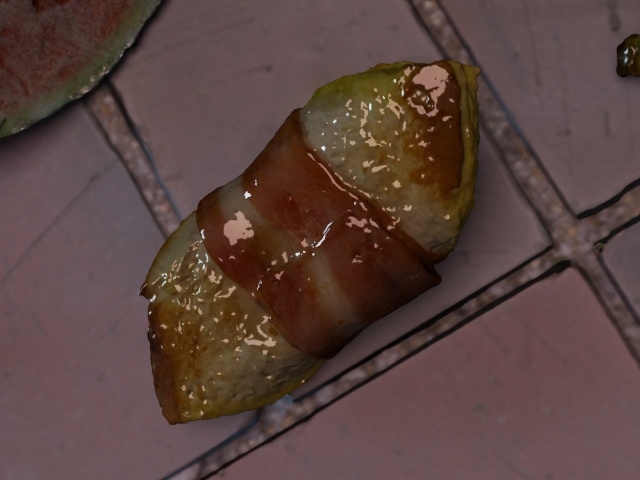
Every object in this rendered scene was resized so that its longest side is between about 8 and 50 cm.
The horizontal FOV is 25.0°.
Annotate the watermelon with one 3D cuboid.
[{"bbox_3d":[-0.187,-0.143,0.843,0.187,0.139,0.071,-39,48,-13],"label":"watermelon"}]

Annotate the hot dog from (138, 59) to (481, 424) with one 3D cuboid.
[{"bbox_3d":[0.000,-0.004,0.804,0.261,0.093,0.123,-38,86,21],"label":"hot dog"}]

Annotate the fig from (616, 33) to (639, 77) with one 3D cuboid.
[{"bbox_3d":[0.252,-0.165,0.753,0.203,0.203,0.235,38,132,13],"label":"fig"}]
